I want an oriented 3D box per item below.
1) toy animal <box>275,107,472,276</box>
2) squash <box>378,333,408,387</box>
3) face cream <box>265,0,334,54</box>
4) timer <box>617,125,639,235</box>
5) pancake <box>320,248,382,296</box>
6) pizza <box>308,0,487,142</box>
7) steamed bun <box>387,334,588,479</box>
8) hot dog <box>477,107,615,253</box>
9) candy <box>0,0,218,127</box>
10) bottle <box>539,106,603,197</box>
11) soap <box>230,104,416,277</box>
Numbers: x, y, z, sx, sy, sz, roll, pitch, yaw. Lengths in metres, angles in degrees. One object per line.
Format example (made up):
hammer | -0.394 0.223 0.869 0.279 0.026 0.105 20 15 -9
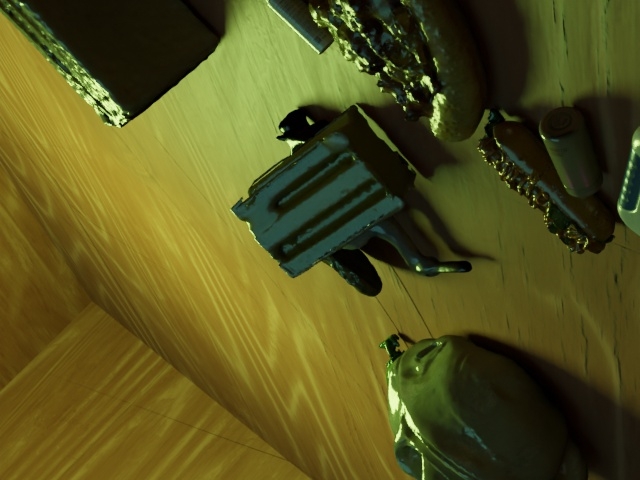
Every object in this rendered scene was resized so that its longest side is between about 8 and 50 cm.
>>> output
toy animal | 0.047 -0.035 1.842 0.324 0.090 0.195 44 158 1
squash | 0.204 0.329 2.256 0.379 0.101 0.101 60 164 5
face cream | -0.037 -0.272 1.562 0.130 0.034 0.034 43 163 1
timer | 0.379 -0.008 1.154 0.253 0.078 0.178 39 165 20
pancake | -0.001 0.001 1.988 0.236 0.042 0.222 32 -169 -39
pizza | 0.060 -0.219 1.383 0.228 0.081 0.289 29 160 41
steamed bun | 0.223 0.307 2.028 0.324 0.219 0.310 22 152 52
hot dog | 0.234 -0.059 1.408 0.188 0.055 0.072 44 165 -1
candy | -0.316 -0.320 1.847 0.321 0.179 0.135 46 163 -6
bottle | 0.249 -0.085 1.325 0.045 0.045 0.096 28 158 43
soap | 0.004 -0.059 1.738 0.135 0.076 0.233 48 132 -9
